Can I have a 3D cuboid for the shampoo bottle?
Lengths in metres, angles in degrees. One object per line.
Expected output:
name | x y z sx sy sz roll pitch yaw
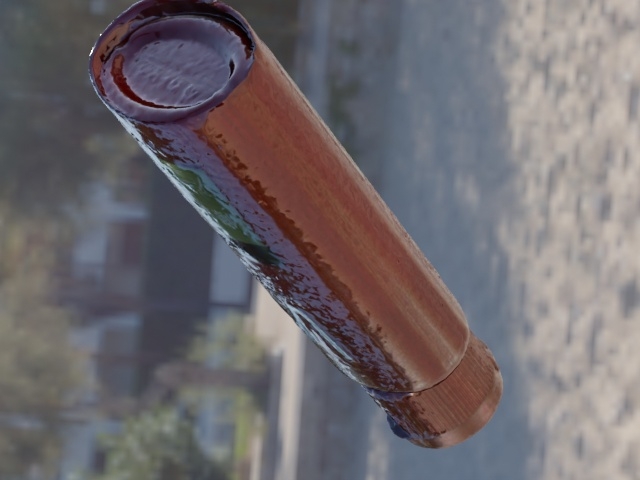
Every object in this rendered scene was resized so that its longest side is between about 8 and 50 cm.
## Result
shampoo bottle | -0.001 0.000 1.034 0.076 0.118 0.314 -51 -47 -14
